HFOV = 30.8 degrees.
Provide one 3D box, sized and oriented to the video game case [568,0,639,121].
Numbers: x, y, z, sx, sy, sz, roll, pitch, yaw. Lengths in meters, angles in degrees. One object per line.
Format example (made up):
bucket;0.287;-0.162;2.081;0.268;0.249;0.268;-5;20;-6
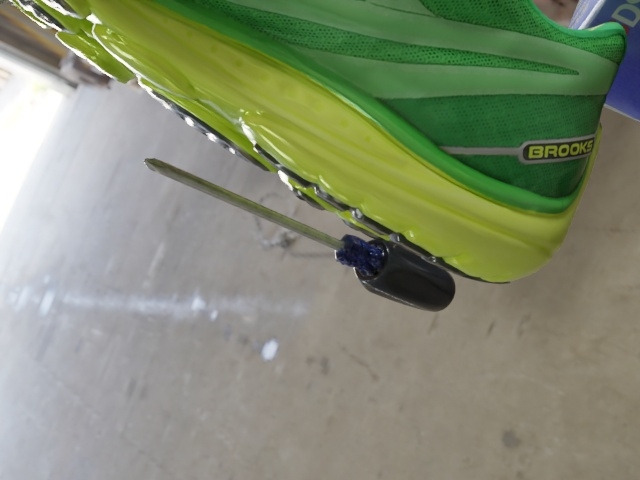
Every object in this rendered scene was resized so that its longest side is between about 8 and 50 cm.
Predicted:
video game case;0.178;-0.196;0.377;0.269;0.061;0.244;113;-177;-71

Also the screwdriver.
screwdriver;0.000;0.000;0.433;0.025;0.170;0.024;42;103;38

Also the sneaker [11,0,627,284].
sneaker;-0.027;-0.103;0.358;0.123;0.295;0.109;-58;21;-6

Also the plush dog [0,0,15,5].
plush dog;-0.064;-0.238;0.475;0.262;0.210;0.225;-44;37;-23
